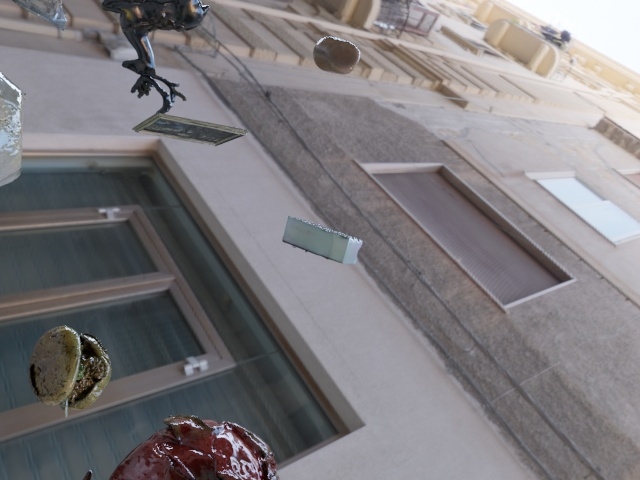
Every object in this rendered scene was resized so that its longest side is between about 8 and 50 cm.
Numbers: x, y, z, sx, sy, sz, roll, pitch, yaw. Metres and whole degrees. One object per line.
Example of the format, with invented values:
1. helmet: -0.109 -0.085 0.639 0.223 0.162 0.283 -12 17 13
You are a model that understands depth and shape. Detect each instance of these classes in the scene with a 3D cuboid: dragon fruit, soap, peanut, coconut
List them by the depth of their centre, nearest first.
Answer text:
1. dragon fruit: -0.121 0.309 0.570 0.148 0.218 0.223 -17 -79 58
2. coconut: -0.606 -0.186 0.842 0.227 0.230 0.227 -7 -99 57
3. peanut: 0.037 -0.410 1.170 0.152 0.076 0.076 39 -57 50
4. soap: 0.000 0.000 1.704 0.230 0.145 0.091 20 -85 28

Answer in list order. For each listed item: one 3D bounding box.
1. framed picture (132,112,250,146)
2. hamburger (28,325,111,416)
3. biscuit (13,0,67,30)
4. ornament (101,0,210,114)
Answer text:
1. framed picture: -0.250 -0.209 1.010 0.142 0.183 0.011 -3 -95 53
2. hamburger: -0.543 0.279 1.123 0.177 0.113 0.185 -17 -120 23
3. biscuit: -0.723 -0.688 1.340 0.309 0.186 0.079 -30 -136 52
4. ornament: -0.309 -0.377 1.070 0.080 0.202 0.236 -96 -179 -57
